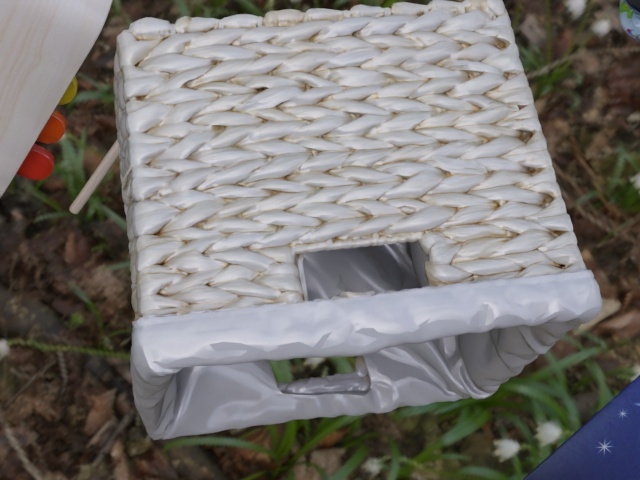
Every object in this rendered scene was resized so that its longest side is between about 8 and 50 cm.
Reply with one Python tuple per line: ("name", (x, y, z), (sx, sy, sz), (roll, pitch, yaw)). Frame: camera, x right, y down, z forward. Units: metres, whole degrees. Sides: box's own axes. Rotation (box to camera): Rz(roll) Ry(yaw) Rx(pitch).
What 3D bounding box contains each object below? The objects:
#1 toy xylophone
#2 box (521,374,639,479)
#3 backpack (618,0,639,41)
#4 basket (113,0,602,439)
("toy xylophone", (-0.295, -0.150, 1.052), (0.236, 0.323, 0.081), (32, 30, -31))
("box", (0.189, 0.115, 0.496), (0.036, 0.225, 0.136), (52, -6, -39))
("backpack", (0.285, -0.187, 0.799), (0.114, 0.084, 0.105), (25, 51, -7))
("basket", (0.000, 0.000, 0.881), (0.328, 0.331, 0.266), (-6, 71, -10))
